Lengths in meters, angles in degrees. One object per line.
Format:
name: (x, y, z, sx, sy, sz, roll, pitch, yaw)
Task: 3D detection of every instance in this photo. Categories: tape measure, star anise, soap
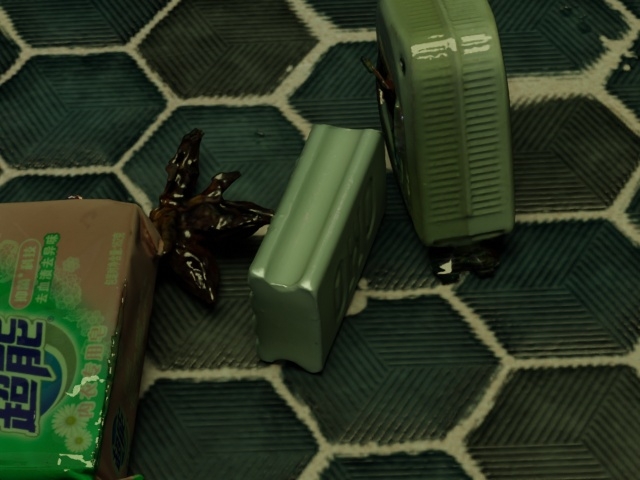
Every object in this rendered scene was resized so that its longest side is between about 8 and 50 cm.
tape measure: (0.101, -0.115, 1.639, 0.115, 0.235, 0.207, -10, 35, -5)
star anise: (-0.115, -0.008, 1.647, 0.157, 0.053, 0.212, 20, 56, 31)
soap: (0.000, 0.000, 1.589, 0.066, 0.119, 0.198, 12, 51, 13)
soap: (-0.234, 0.095, 1.519, 0.217, 0.098, 0.273, -3, 55, 14)
